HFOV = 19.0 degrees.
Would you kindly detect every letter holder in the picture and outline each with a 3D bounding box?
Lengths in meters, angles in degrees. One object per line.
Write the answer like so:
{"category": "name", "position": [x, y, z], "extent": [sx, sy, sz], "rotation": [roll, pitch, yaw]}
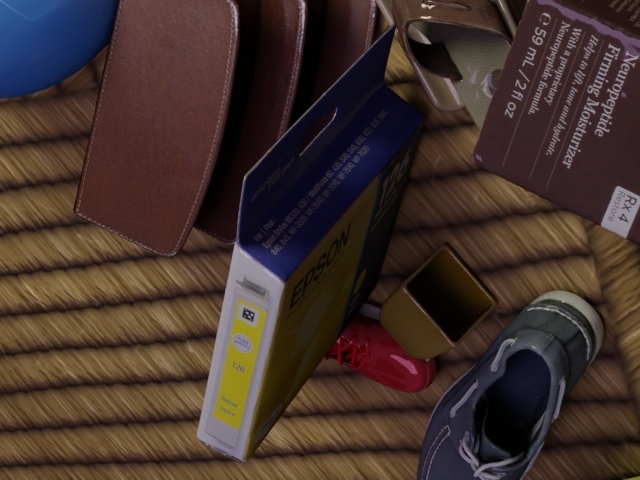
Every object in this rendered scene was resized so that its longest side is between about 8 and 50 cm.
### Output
{"category": "letter holder", "position": [-0.088, -0.131, 1.850], "extent": [0.214, 0.152, 0.302], "rotation": [27, 125, 14]}

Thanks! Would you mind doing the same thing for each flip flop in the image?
{"category": "flip flop", "position": [0.117, -0.180, 1.688], "extent": [0.112, 0.080, 0.277], "rotation": [-36, 81, 43]}

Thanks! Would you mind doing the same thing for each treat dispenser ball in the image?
{"category": "treat dispenser ball", "position": [-0.314, -0.279, 1.814], "extent": [0.288, 0.288, 0.288], "rotation": [14, 121, 24]}

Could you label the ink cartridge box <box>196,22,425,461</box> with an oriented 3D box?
{"category": "ink cartridge box", "position": [0.000, 0.000, 1.753], "extent": [0.072, 0.303, 0.307], "rotation": [27, 131, 12]}

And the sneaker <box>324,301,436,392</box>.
{"category": "sneaker", "position": [0.000, 0.108, 1.937], "extent": [0.221, 0.128, 0.087], "rotation": [29, 127, 16]}

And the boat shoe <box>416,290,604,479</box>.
{"category": "boat shoe", "position": [0.168, 0.183, 1.897], "extent": [0.116, 0.099, 0.319], "rotation": [37, 128, 8]}

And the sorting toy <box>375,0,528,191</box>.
{"category": "sorting toy", "position": [0.171, -0.198, 1.729], "extent": [0.229, 0.041, 0.307], "rotation": [-23, 102, 37]}

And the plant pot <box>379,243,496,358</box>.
{"category": "plant pot", "position": [0.106, 0.069, 1.890], "extent": [0.081, 0.081, 0.083], "rotation": [49, 140, -1]}

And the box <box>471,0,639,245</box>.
{"category": "box", "position": [0.260, -0.116, 1.525], "extent": [0.203, 0.167, 0.168], "rotation": [27, 125, 15]}

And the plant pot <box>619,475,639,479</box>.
{"category": "plant pot", "position": [0.331, 0.330, 1.797], "extent": [0.227, 0.207, 0.228], "rotation": [-19, 94, 36]}
